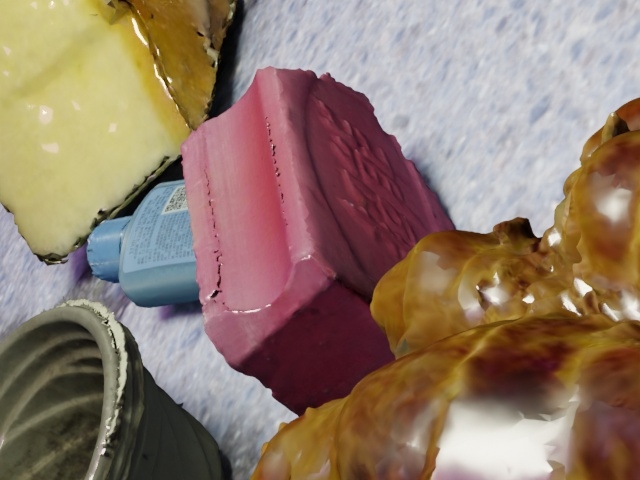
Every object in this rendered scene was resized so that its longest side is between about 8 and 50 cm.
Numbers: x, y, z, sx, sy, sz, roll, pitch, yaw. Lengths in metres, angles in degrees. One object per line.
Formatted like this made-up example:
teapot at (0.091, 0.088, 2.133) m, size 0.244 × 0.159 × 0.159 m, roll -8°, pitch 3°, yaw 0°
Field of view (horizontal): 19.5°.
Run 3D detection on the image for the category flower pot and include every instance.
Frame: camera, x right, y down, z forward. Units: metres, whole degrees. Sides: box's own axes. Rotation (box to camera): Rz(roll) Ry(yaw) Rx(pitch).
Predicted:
flower pot at (-0.154, 0.167, 1.232) m, size 0.235 × 0.141 × 0.235 m, roll -37°, pitch 37°, yaw 35°

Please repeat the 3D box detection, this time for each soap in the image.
soap at (0.000, 0.000, 1.133) m, size 0.099 × 0.162 × 0.250 m, roll -44°, pitch 33°, yaw 23°

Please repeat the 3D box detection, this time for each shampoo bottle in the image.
shampoo bottle at (-0.089, -0.002, 1.372) m, size 0.258 × 0.061 × 0.103 m, roll -8°, pitch 57°, yaw 53°

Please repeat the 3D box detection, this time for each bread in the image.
bread at (-0.239, -0.178, 1.507) m, size 0.248 × 0.315 × 0.279 m, roll -41°, pitch 34°, yaw 32°

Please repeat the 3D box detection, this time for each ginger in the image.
ginger at (0.131, 0.052, 0.798) m, size 0.357 × 0.152 × 0.274 m, roll -38°, pitch 45°, yaw 6°
